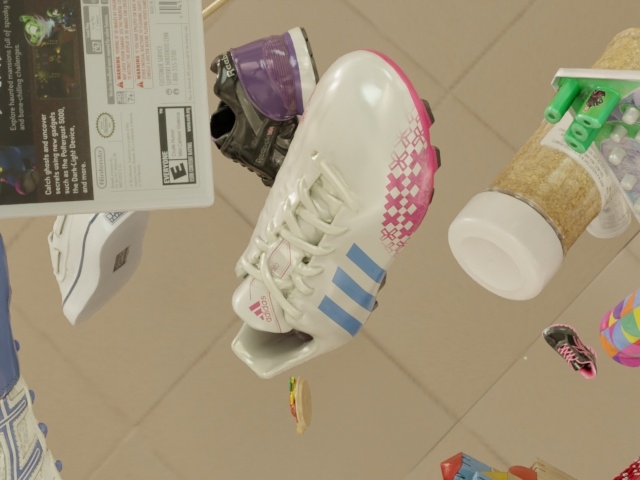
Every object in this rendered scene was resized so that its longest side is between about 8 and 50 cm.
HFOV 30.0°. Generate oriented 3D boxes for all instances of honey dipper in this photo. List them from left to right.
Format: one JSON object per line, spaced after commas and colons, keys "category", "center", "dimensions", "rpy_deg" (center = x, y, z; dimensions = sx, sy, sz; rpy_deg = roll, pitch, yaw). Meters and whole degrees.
{"category": "honey dipper", "center": [-0.127, -0.265, 1.371], "dimensions": [0.160, 0.030, 0.030], "rpy_deg": [-27, 78, 44]}

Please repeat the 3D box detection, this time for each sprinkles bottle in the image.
{"category": "sprinkles bottle", "center": [0.290, -0.092, 1.344], "dimensions": [0.121, 0.121, 0.355], "rpy_deg": [38, 64, 11]}

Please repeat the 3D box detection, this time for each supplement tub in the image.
{"category": "supplement tub", "center": [0.408, -0.062, 1.726], "dimensions": [0.071, 0.107, 0.071], "rpy_deg": [-12, 46, 13]}

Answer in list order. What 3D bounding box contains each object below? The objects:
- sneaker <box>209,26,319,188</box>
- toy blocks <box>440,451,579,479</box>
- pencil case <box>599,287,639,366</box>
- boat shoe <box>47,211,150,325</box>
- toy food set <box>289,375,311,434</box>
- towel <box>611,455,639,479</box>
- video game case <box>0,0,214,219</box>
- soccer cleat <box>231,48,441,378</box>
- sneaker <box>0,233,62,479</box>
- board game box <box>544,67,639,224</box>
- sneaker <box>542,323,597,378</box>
{"category": "sneaker", "center": [-0.066, -0.123, 1.363], "dimensions": [0.124, 0.283, 0.107], "rpy_deg": [-13, 51, -6]}
{"category": "toy blocks", "center": [0.284, 0.403, 1.622], "dimensions": [0.261, 0.381, 0.191], "rpy_deg": [28, 108, -1]}
{"category": "pencil case", "center": [0.488, 0.109, 1.703], "dimensions": [0.104, 0.236, 0.104], "rpy_deg": [4, 70, -12]}
{"category": "boat shoe", "center": [-0.242, 0.003, 1.257], "dimensions": [0.084, 0.258, 0.095], "rpy_deg": [44, 54, 8]}
{"category": "toy food set", "center": [-0.029, 0.236, 1.727], "dimensions": [0.020, 0.083, 0.083], "rpy_deg": [-5, 64, 11]}
{"category": "towel", "center": [0.294, 0.251, 1.116], "dimensions": [0.031, 0.275, 0.199], "rpy_deg": [36, 132, 29]}
{"category": "video game case", "center": [-0.154, -0.110, 0.719], "dimensions": [0.173, 0.022, 0.190], "rpy_deg": [-4, 92, -22]}
{"category": "soccer cleat", "center": [0.000, 0.000, 0.944], "dimensions": [0.143, 0.331, 0.116], "rpy_deg": [-34, 64, -30]}
{"category": "sneaker", "center": [-0.181, 0.127, 0.605], "dimensions": [0.112, 0.131, 0.296], "rpy_deg": [-15, 65, 39]}
{"category": "board game box", "center": [0.440, -0.004, 1.119], "dimensions": [0.390, 0.390, 0.050], "rpy_deg": [13, 62, 49]}
{"category": "sneaker", "center": [0.399, 0.178, 1.888], "dimensions": [0.119, 0.057, 0.047], "rpy_deg": [36, 122, -23]}
